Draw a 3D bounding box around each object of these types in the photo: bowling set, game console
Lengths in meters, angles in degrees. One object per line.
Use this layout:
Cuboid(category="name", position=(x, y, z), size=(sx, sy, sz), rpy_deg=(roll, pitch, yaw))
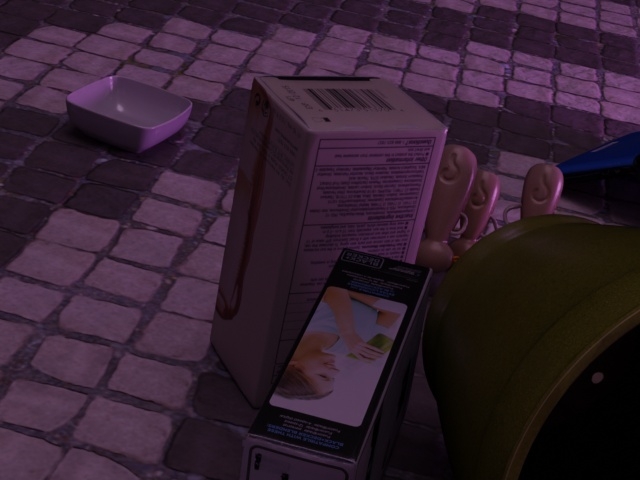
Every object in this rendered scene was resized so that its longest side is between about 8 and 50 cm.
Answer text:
Cuboid(category="bowling set", position=(0.145, -0.021, 1.517), size=(0.287, 0.154, 0.200), rpy_deg=(13, -11, 10))
Cuboid(category="game console", position=(0.509, -0.065, 1.821), size=(0.250, 0.173, 0.293), rpy_deg=(-7, 10, 42))

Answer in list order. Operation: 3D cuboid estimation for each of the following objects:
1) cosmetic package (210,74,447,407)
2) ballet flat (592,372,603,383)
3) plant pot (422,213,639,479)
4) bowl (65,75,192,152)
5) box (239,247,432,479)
Cuboid(category="cosmetic package", position=(0.000, 0.000, 1.215), size=(0.153, 0.296, 0.129), rpy_deg=(-3, 30, -28))
Cuboid(category="ballet flat", position=(0.263, 0.084, 1.386), size=(0.086, 0.086, 0.248), rpy_deg=(-7, 32, -31))
Cuboid(category="plant pot", position=(0.250, 0.136, 1.045), size=(0.366, 0.366, 0.353), rpy_deg=(3, 17, -15))
Cuboid(category="bowl", position=(-0.257, -0.166, 1.692), size=(0.142, 0.053, 0.142), rpy_deg=(19, 29, 17))
Cuboid(category="box", position=(0.013, 0.151, 1.053), size=(0.087, 0.169, 0.290), rpy_deg=(14, 30, 10))
